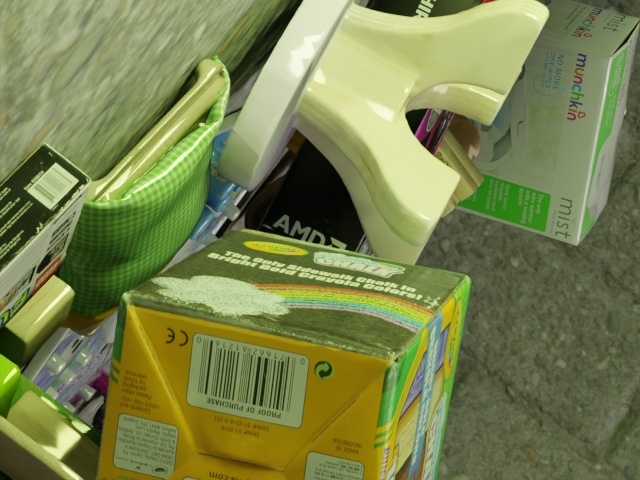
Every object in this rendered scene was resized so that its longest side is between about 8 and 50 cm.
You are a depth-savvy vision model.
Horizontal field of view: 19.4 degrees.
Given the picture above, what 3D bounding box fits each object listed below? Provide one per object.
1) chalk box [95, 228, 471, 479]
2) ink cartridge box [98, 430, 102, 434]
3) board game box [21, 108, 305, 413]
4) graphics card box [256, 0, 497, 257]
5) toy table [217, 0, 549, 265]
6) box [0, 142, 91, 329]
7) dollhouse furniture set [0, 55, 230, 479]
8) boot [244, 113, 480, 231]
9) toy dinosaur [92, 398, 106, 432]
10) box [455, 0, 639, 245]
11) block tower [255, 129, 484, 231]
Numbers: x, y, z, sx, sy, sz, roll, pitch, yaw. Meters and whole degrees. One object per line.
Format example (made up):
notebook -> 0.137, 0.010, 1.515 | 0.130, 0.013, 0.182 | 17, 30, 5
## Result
chalk box -> -0.012, 0.105, 1.233 | 0.289, 0.180, 0.179 | -32, 133, -71
ink cartridge box -> -0.225, 0.352, 1.742 | 0.151, 0.270, 0.395 | -10, -163, 28
board game box -> -0.140, 0.042, 1.645 | 0.390, 0.050, 0.390 | -53, 176, 18
graphics card box -> 0.075, -0.140, 1.660 | 0.371, 0.094, 0.233 | -62, 173, 2
toy table -> 0.048, -0.107, 1.381 | 0.274, 0.161, 0.252 | -59, 177, -41
box -> -0.211, 0.047, 1.022 | 0.207, 0.036, 0.114 | -49, 175, -31
dollhouse furniture set -> -0.121, 0.055, 1.259 | 0.301, 0.151, 0.197 | -50, 175, -29
boot -> 0.024, -0.087, 2.087 | 0.283, 0.109, 0.220 | -32, -159, -7
toy dinosaur -> -0.179, 0.140, 2.033 | 0.118, 0.064, 0.268 | -46, 180, 17
box -> 0.242, -0.159, 2.242 | 0.127, 0.231, 0.262 | -46, 149, -51
block tower -> 0.000, 0.000, 1.909 | 0.335, 0.097, 0.091 | -35, -177, 23
